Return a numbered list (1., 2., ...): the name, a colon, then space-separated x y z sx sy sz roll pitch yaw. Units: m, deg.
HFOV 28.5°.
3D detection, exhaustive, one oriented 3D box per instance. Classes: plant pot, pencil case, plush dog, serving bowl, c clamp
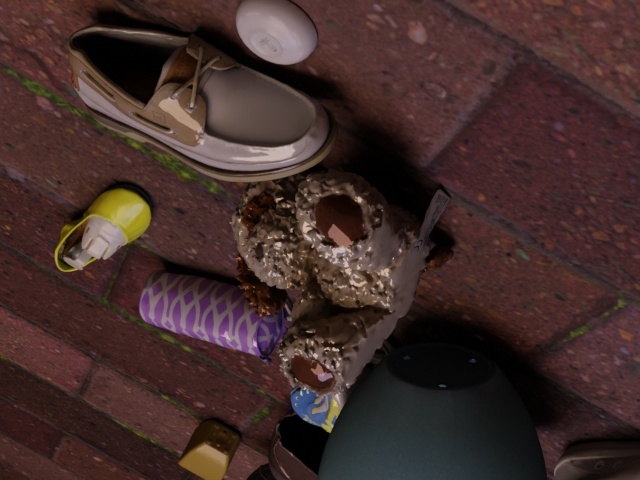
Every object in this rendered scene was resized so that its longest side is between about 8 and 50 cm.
1. plant pot: 0.140 0.239 1.534 0.290 0.290 0.196 12 113 26
2. pencil case: -0.144 0.097 1.703 0.206 0.086 0.088 16 177 24
3. plush dog: 0.000 0.000 1.363 0.225 0.210 0.263 28 126 30
4. serving bowl: -0.046 -0.195 1.193 0.083 0.027 0.083 20 151 12
5. c clamp: 0.028 0.123 1.654 0.160 0.022 0.137 12 149 25
6. plant pot: -0.181 0.355 2.157 0.081 0.081 0.083 31 141 -6

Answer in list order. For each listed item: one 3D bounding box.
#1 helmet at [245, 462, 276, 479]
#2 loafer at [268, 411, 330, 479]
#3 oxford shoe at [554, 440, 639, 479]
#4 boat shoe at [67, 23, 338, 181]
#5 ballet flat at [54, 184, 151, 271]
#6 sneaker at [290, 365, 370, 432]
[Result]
1. helmet: -0.049 0.442 2.097 0.169 0.169 0.161 -1 157 41
2. loafer: 0.071 0.356 1.880 0.365 0.134 0.130 14 149 23
3. oxford shoe: 0.442 0.309 1.497 0.169 0.130 0.449 40 148 -19
4. boat shoe: -0.130 -0.143 1.263 0.302 0.113 0.103 14 154 25
5. ballet flat: -0.293 -0.005 1.662 0.077 0.077 0.231 39 149 -18
6. sneaker: 0.005 0.219 1.756 0.126 0.091 0.240 18 152 19
